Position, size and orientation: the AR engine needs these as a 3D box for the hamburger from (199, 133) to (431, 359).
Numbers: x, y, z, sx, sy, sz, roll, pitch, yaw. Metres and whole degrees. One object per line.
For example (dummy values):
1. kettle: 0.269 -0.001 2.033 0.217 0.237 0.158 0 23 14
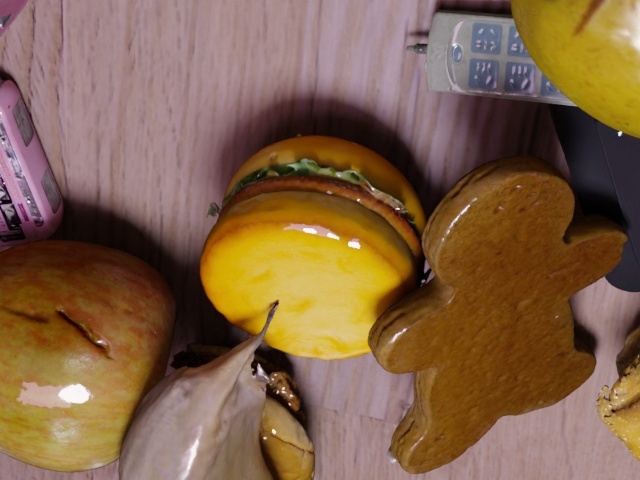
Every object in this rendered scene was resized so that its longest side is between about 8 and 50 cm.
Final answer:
1. hamburger: -0.001 -0.001 1.625 0.246 0.170 0.246 10 141 8

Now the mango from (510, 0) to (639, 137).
1. mango: 0.384 -0.209 1.325 0.445 0.220 0.301 12 118 6

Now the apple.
1. apple: -0.290 0.120 1.735 0.264 0.264 0.264 8 128 10

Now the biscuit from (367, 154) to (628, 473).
1. biscuit: 0.172 0.058 1.581 0.283 0.064 0.432 -26 143 -11

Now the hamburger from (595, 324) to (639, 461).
1. hamburger: 0.420 0.155 1.639 0.244 0.163 0.244 13 131 15

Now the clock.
1. clock: 0.381 -0.071 1.542 0.273 0.049 0.279 -10 124 22

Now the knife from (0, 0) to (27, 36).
1. knife: -0.282 -0.290 1.574 0.035 0.018 0.247 30 130 -12

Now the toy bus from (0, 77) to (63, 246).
1. toy bus: -0.346 -0.085 1.724 0.090 0.063 0.203 -6 127 16

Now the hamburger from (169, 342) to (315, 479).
1. hamburger: -0.092 0.249 1.861 0.282 0.155 0.245 38 120 -20

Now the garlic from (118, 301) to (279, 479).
1. garlic: -0.123 0.219 1.659 0.151 0.196 0.338 40 147 38

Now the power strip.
1. power strip: 0.189 -0.173 1.503 0.226 0.029 0.080 7 107 18
